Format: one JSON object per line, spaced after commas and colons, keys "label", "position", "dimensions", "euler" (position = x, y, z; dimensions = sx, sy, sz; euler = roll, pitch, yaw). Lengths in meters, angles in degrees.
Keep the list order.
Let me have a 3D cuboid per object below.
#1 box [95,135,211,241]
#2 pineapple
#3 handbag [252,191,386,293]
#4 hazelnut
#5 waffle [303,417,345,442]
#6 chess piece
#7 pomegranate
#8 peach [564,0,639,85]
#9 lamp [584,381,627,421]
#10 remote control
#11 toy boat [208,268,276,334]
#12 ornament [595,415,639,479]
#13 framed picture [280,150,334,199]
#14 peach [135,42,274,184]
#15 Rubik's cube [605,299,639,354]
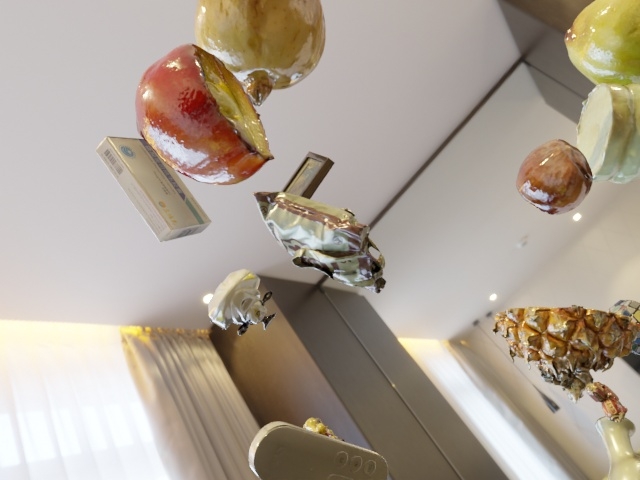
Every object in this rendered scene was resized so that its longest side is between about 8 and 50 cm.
{"label": "box", "position": [-0.498, -0.160, 1.452], "dimensions": [0.065, 0.343, 0.200], "euler": [-39, -6, 22]}
{"label": "pineapple", "position": [0.428, 0.195, 0.856], "dimensions": [0.140, 0.249, 0.164], "euler": [45, -123, -56]}
{"label": "handbag", "position": [0.000, 0.000, 0.894], "dimensions": [0.127, 0.235, 0.213], "euler": [-53, -33, -16]}
{"label": "hazelnut", "position": [0.473, -0.131, 0.973], "dimensions": [0.143, 0.154, 0.143], "euler": [5, -43, 4]}
{"label": "waffle", "position": [0.077, 0.668, 1.327], "dimensions": [0.095, 0.382, 0.380], "euler": [-36, -24, -24]}
{"label": "chess piece", "position": [0.866, -0.245, 1.119], "dimensions": [0.442, 0.234, 0.234], "euler": [4, -34, 10]}
{"label": "pomegranate", "position": [-0.169, -0.583, 1.365], "dimensions": [0.410, 0.410, 0.410], "euler": [-26, -34, -19]}
{"label": "peach", "position": [0.907, -0.582, 1.402], "dimensions": [0.315, 0.281, 0.314], "euler": [27, -39, -12]}
{"label": "lamp", "position": [0.440, 0.243, 0.735], "dimensions": [0.031, 0.063, 0.083], "euler": [-47, -33, 18]}
{"label": "remote control", "position": [0.005, 0.318, 0.678], "dimensions": [0.245, 0.022, 0.077], "euler": [31, -106, -31]}
{"label": "toy boat", "position": [-0.172, 0.140, 1.041], "dimensions": [0.141, 0.141, 0.269], "euler": [-27, 2, -17]}
{"label": "ornament", "position": [0.489, 0.366, 0.759], "dimensions": [0.081, 0.156, 0.075], "euler": [-21, -61, 28]}
{"label": "framed picture", "position": [-0.046, -0.130, 1.137], "dimensions": [0.023, 0.128, 0.168], "euler": [35, -89, -28]}
{"label": "peach", "position": [-0.236, -0.264, 1.033], "dimensions": [0.281, 0.338, 0.281], "euler": [-36, -42, -40]}
{"label": "Rubik's cube", "position": [0.600, 0.167, 0.922], "dimensions": [0.111, 0.093, 0.111], "euler": [0, -61, 0]}
